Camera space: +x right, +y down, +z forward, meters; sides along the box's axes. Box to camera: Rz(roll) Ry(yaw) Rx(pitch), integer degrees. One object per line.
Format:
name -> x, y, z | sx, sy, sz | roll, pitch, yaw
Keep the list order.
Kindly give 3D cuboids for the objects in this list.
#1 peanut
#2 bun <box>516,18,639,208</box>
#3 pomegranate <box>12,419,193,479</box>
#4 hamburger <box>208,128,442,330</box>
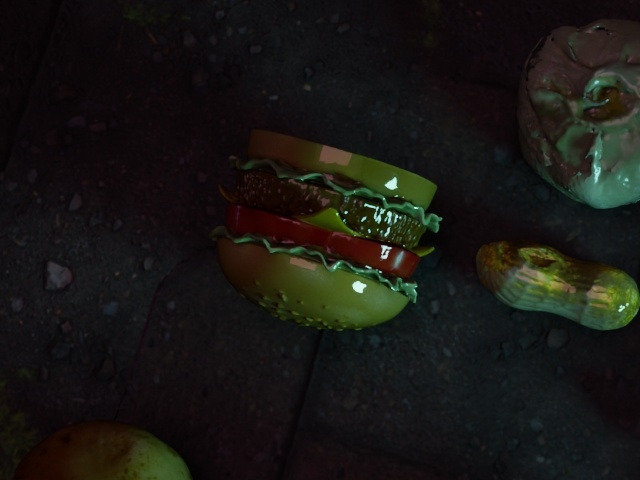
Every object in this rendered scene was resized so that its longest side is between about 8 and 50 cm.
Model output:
peanut -> 0.289, 0.054, 1.748 | 0.206, 0.087, 0.087 | 17, 82, 13
bun -> 0.351, -0.165, 1.754 | 0.239, 0.141, 0.239 | -3, 79, 14
pomegranate -> -0.259, 0.336, 1.733 | 0.248, 0.248, 0.248 | -3, 77, 11
hamburger -> 0.000, 0.000, 1.730 | 0.274, 0.274, 0.212 | 16, 88, 15
